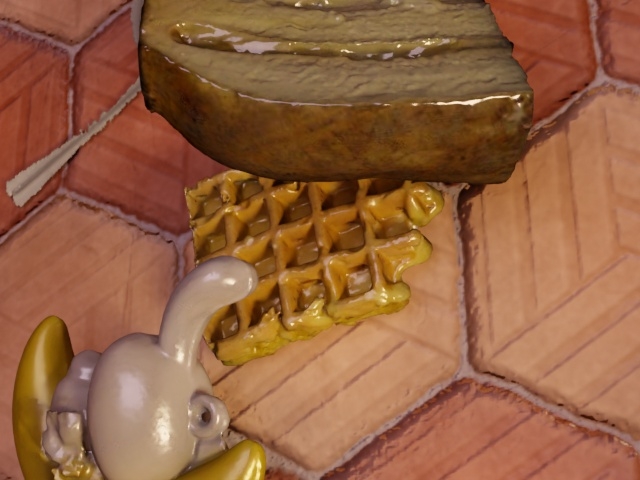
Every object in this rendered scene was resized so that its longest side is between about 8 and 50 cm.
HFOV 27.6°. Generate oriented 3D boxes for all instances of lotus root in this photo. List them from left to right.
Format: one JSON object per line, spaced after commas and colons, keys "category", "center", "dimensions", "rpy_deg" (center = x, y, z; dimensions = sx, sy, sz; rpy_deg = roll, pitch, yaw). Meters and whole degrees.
{"category": "lotus root", "center": [-0.007, -0.125, 0.984], "dimensions": [0.260, 0.149, 0.267], "rpy_deg": [-7, 43, -10]}

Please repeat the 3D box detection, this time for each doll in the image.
{"category": "doll", "center": [-0.138, 0.147, 1.009], "dimensions": [0.237, 0.111, 0.252], "rpy_deg": [-8, 83, 36]}

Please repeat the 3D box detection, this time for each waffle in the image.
{"category": "waffle", "center": [0.000, 0.000, 1.052], "dimensions": [0.211, 0.055, 0.160], "rpy_deg": [-18, 63, 16]}

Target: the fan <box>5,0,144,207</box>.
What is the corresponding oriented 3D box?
{"category": "fan", "center": [-0.136, -0.175, 1.208], "dimensions": [0.414, 0.012, 0.233], "rpy_deg": [-43, 58, 2]}
